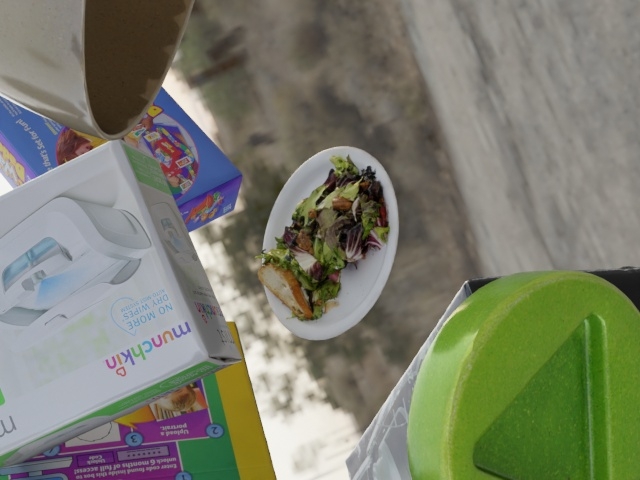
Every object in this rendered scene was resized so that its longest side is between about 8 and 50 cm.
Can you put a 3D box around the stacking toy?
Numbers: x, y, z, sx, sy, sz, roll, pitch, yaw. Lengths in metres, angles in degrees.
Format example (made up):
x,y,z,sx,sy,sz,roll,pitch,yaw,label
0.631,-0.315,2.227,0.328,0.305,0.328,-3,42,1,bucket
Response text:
x,y,z,sx,sy,sz,roll,pitch,yaw,label
0.084,0.161,0.657,0.309,0.279,0.130,23,171,-37,stacking toy

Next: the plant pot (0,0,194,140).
x,y,z,sx,sy,sz,roll,pitch,yaw,label
-0.177,-0.217,0.806,0.284,0.191,0.284,14,-90,-85,plant pot

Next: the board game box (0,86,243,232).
x,y,z,sx,sy,sz,roll,pitch,yaw,label
-0.302,-0.133,1.837,0.347,0.233,0.078,48,146,21,board game box

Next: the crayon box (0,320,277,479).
x,y,z,sx,sy,sz,roll,pitch,yaw,label
-0.239,0.244,1.469,0.313,0.363,0.106,-108,19,-44,crayon box

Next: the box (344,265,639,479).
x,y,z,sx,sy,sz,roll,pitch,yaw,label
0.278,0.356,1.651,0.471,0.297,0.480,114,147,-52,box

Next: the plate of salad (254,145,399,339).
x,y,z,sx,sy,sz,roll,pitch,yaw,label
0.000,0.000,1.402,0.048,0.200,0.200,15,-139,-41,plate of salad

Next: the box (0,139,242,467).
x,y,z,sx,sy,sz,roll,pitch,yaw,label
-0.246,0.066,1.353,0.127,0.262,0.231,29,-143,-76,box
